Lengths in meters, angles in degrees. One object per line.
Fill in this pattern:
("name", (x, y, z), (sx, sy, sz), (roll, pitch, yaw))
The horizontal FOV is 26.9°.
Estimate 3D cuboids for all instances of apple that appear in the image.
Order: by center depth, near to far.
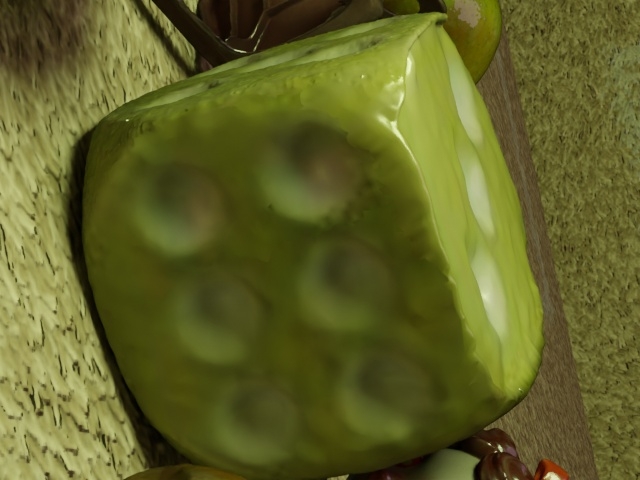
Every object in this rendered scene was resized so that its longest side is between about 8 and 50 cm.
("apple", (0.097, -0.223, 1.426), (0.196, 0.196, 0.156), (-57, 161, -68))

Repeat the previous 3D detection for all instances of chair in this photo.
("chair", (-0.013, -0.195, 1.058), (0.326, 0.176, 0.183), (50, 21, -44))

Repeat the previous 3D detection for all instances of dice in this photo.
("dice", (0.000, 0.000, 0.842), (0.233, 0.227, 0.238), (-51, 125, -69))

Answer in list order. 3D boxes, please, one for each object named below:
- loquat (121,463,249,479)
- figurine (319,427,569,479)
("loquat", (-0.058, 0.211, 0.590), (0.179, 0.179, 0.227), (-66, 146, -64))
("figurine", (0.054, 0.193, 0.869), (0.183, 0.226, 0.160), (-47, 123, -71))
